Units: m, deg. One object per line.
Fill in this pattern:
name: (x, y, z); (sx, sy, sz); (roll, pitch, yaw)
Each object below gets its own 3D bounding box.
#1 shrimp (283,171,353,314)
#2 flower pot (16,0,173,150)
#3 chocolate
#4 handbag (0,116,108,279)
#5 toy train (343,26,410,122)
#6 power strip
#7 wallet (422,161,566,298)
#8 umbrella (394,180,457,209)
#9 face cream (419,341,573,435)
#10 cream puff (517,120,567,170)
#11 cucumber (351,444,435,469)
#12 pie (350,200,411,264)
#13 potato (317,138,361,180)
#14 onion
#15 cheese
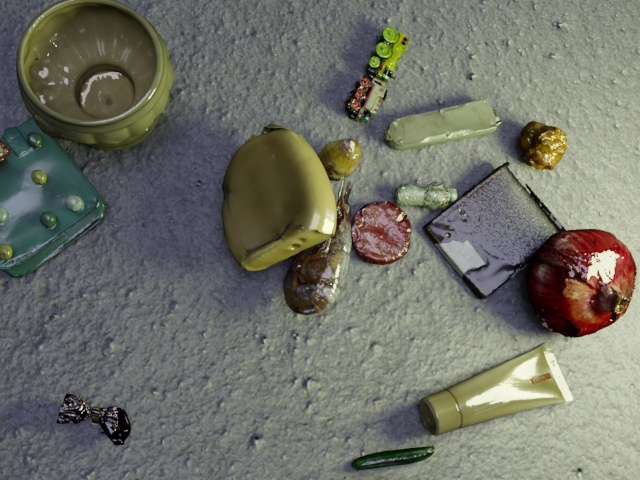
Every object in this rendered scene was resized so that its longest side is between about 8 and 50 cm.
shrimp: (0.007, 0.003, 1.487); (0.116, 0.145, 0.343); (39, 60, -39)
flower pot: (-0.457, -0.321, 1.431); (0.307, 0.244, 0.308); (1, 77, -5)
chocolate: (-0.452, 0.359, 1.383); (0.147, 0.070, 0.072); (26, 65, -12)
handbag: (-0.627, -0.091, 1.429); (0.268, 0.100, 0.274); (-38, 85, -13)
toy train: (0.133, -0.389, 1.622); (0.085, 0.053, 0.250); (27, 76, -7)
power strip: (0.283, -0.268, 1.618); (0.285, 0.048, 0.080); (-13, 78, -10)
wallet: (0.400, -0.026, 1.573); (0.262, 0.071, 0.221); (-37, 86, -7)
umbrella: (0.241, -0.104, 1.570); (0.143, 0.062, 0.067); (0, 113, 2)
face cream: (0.382, 0.331, 1.490); (0.341, 0.084, 0.137); (-14, 70, -17)
cream puff: (0.515, -0.225, 1.607); (0.094, 0.116, 0.122); (11, 61, -18)
cucumber: (0.156, 0.460, 1.447); (0.184, 0.036, 0.033); (-5, 88, -7)
pie: (0.137, -0.017, 1.549); (0.154, 0.036, 0.155); (2, 77, -7)
potato: (0.046, -0.182, 1.540); (0.096, 0.103, 0.067); (-2, 75, -7)
onion: (0.571, 0.094, 1.477); (0.252, 0.219, 0.252); (-5, 110, -13)
cheese: (-0.101, -0.104, 1.453); (0.259, 0.128, 0.316); (-24, 64, 15)
